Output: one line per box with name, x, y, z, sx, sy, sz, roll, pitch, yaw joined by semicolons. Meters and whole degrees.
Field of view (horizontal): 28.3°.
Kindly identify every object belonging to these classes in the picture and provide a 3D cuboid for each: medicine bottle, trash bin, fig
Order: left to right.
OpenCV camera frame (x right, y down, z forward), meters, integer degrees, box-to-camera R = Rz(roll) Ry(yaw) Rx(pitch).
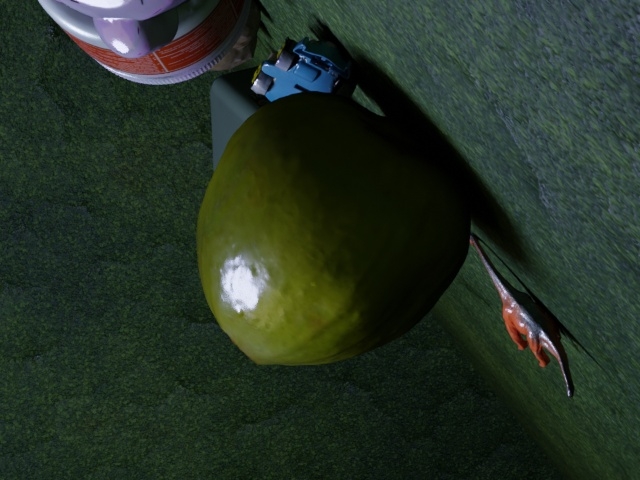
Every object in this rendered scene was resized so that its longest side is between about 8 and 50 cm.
medicine bottle;-0.221;-0.339;1.586;0.252;0.252;0.241;50;178;6
trash bin;-0.046;-0.143;2.257;0.343;0.158;0.223;42;142;45
fig;0.001;-0.002;1.537;0.343;0.343;0.343;50;179;1

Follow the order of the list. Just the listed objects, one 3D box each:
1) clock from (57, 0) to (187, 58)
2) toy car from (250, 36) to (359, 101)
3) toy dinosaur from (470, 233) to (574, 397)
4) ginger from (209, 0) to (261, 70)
clock;-0.241;-0.377;1.353;0.322;0.295;0.113;47;-141;3
toy car;-0.009;-0.227;1.632;0.126;0.098;0.161;24;152;-8
toy dinosaur;0.269;0.097;1.685;0.279;0.055;0.101;51;170;43
ginger;-0.205;-0.377;2.088;0.244;0.155;0.304;33;177;-9
